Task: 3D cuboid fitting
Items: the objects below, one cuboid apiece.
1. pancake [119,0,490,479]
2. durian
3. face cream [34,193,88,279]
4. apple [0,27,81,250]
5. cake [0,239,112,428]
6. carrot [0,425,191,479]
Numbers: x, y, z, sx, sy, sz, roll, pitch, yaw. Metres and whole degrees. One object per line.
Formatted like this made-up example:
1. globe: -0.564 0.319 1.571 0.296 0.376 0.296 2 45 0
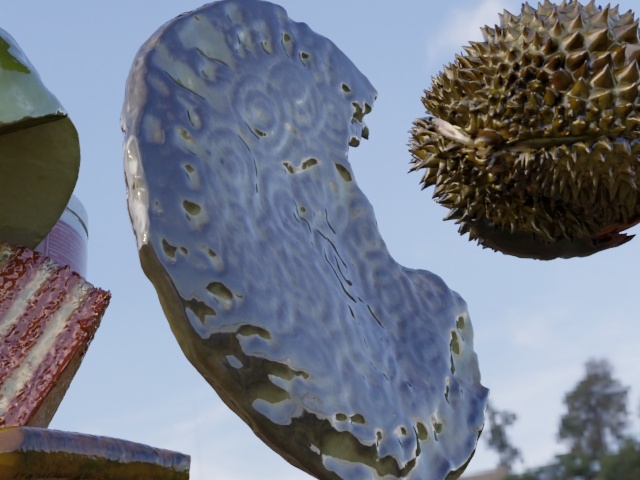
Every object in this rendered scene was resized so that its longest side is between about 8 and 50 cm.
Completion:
1. pancake: 0.000 0.000 0.748 0.033 0.286 0.288 -29 -59 32
2. durian: 0.304 -0.137 1.716 0.347 0.347 0.384 -24 -8 38
3. face cream: -0.397 0.045 1.723 0.201 0.187 0.201 -3 -34 -2
4. apple: -0.409 -0.113 1.448 0.258 0.233 0.295 -33 -27 -9
5. cake: -0.352 0.137 1.409 0.158 0.262 0.159 29 5 3
6. carrot: -0.168 0.161 0.989 0.170 0.042 0.042 14 -29 -34
